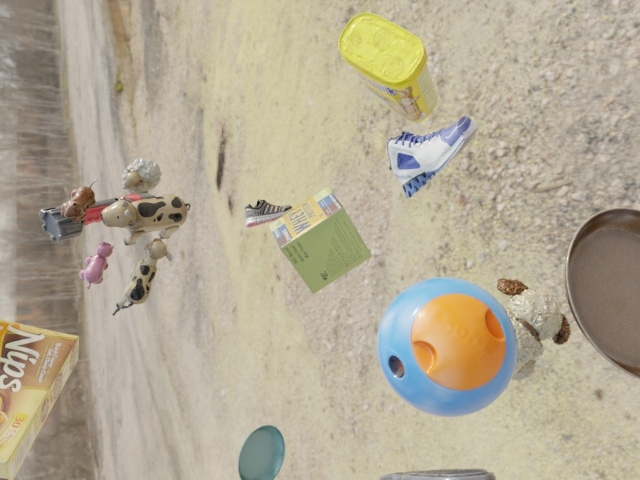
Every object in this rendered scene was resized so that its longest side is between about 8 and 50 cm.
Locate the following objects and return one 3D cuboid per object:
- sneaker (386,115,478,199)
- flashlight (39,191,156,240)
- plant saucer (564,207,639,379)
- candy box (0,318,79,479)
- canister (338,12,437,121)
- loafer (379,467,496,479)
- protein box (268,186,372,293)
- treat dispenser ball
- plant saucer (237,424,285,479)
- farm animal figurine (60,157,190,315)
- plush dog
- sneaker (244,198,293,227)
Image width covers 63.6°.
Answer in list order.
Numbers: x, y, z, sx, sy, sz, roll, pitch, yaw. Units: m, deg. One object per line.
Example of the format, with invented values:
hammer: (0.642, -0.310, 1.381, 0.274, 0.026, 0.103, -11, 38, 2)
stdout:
sneaker: (0.297, -0.272, 1.541, 0.182, 0.127, 0.315, 47, 139, 4)
flashlight: (-0.588, -0.065, 1.411, 0.103, 0.304, 0.103, 4, 107, 32)
plant saucer: (0.557, 0.094, 0.916, 0.050, 0.310, 0.311, 131, 131, -67)
candy box: (-0.640, 0.310, 1.038, 0.316, 0.182, 0.088, -88, 16, -56)
canister: (0.109, -0.252, 0.778, 0.126, 0.170, 0.073, 37, 96, 21)
loafer: (0.146, 0.342, 0.653, 0.302, 0.109, 0.095, 105, 164, -64)
protein box: (0.000, 0.000, 1.457, 0.200, 0.201, 0.136, 56, -179, -36)
treat dispenser ball: (0.263, 0.222, 1.092, 0.288, 0.288, 0.288, 9, 101, 62)
plant saucer: (-0.118, 0.416, 0.997, 0.021, 0.119, 0.119, -2, 91, 43)
farm animal figurine: (-0.454, -0.030, 1.279, 0.172, 0.326, 0.330, -31, 94, 47)
plush dog: (0.511, 0.223, 1.331, 0.262, 0.225, 0.210, 42, -179, 3)
sneaker: (-0.161, -0.096, 1.581, 0.063, 0.170, 0.075, -24, 85, 57)
